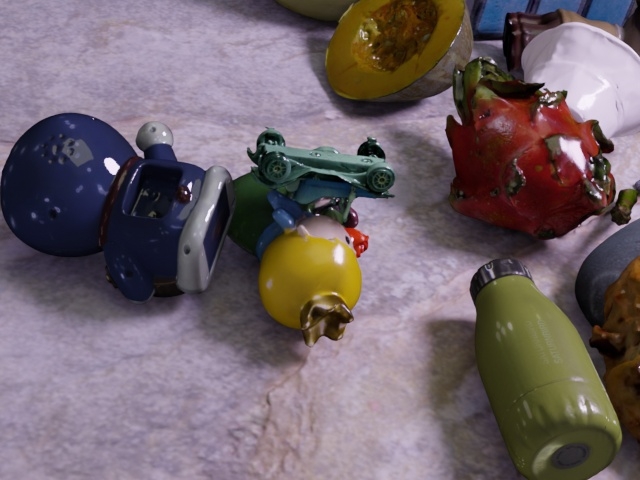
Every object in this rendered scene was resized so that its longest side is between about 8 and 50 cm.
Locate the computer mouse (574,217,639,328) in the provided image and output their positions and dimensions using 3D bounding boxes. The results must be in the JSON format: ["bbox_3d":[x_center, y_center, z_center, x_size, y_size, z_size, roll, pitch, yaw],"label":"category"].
[{"bbox_3d":[0.475,0.044,1.493,0.374,0.114,0.203,-8,43,-28],"label":"computer mouse"}]

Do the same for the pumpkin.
[{"bbox_3d":[0.125,-0.263,1.758,0.110,0.217,0.217,36,18,-43],"label":"pumpkin"}]

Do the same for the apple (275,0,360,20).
[{"bbox_3d":[0.039,-0.509,1.887,0.357,0.357,0.357,9,38,-7],"label":"apple"}]

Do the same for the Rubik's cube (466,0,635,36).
[{"bbox_3d":[0.338,-0.521,2.012,0.305,0.301,0.304,-6,43,-24],"label":"Rubik's cube"}]

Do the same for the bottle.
[{"bbox_3d":[0.219,0.124,1.306,0.112,0.112,0.260,3,39,-15],"label":"bottle"}]

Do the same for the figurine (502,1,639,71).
[{"bbox_3d":[0.461,-0.267,1.876,0.365,0.206,0.218,-10,14,7],"label":"figurine"}]

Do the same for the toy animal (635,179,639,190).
[{"bbox_3d":[0.617,-0.137,1.749,0.367,0.081,0.206,8,74,-10],"label":"toy animal"}]

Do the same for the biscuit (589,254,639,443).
[{"bbox_3d":[0.443,0.133,1.315,0.289,0.081,0.334,-24,65,-17],"label":"biscuit"}]

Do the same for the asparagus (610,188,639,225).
[{"bbox_3d":[0.380,-0.041,1.583,0.027,0.034,0.236,16,13,14],"label":"asparagus"}]

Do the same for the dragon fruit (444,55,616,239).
[{"bbox_3d":[0.258,-0.125,1.561,0.200,0.198,0.269,-13,63,26],"label":"dragon fruit"}]

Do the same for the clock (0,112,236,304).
[{"bbox_3d":[-0.217,-0.047,1.340,0.243,0.146,0.200,16,67,7],"label":"clock"}]

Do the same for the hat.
[{"bbox_3d":[0.341,-0.182,1.711,0.203,0.203,0.126,28,54,16],"label":"hat"}]

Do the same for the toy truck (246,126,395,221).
[{"bbox_3d":[-0.001,-0.066,1.333,0.154,0.078,0.080,5,26,-10],"label":"toy truck"}]

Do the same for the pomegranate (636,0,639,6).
[{"bbox_3d":[0.622,-0.431,2.058,0.187,0.225,0.187,18,42,-17],"label":"pomegranate"}]

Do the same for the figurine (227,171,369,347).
[{"bbox_3d":[0.001,0.012,1.382,0.185,0.127,0.234,-3,30,-34],"label":"figurine"}]
